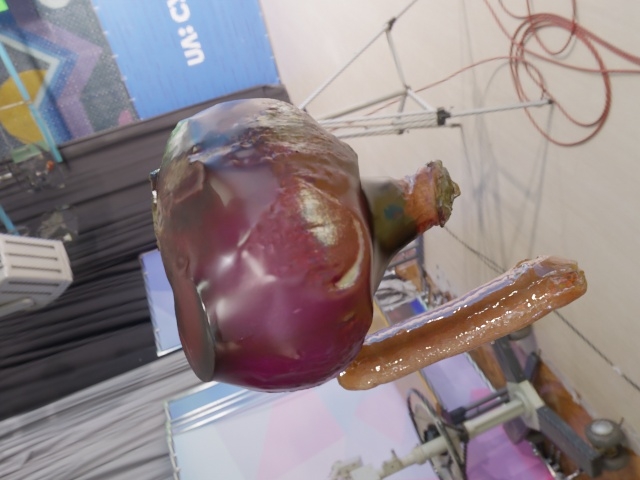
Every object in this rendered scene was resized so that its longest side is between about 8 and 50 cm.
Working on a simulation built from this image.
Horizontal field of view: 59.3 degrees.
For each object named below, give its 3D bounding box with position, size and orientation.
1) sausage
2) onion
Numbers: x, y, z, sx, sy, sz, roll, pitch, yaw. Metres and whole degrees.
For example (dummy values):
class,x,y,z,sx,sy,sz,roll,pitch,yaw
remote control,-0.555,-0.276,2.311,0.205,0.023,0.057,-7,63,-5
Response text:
class,x,y,z,sx,sy,sz,roll,pitch,yaw
sausage,0.209,0.135,0.892,0.094,0.419,0.094,48,-159,-38
onion,0.000,0.000,0.753,0.398,0.421,0.397,173,90,-74
